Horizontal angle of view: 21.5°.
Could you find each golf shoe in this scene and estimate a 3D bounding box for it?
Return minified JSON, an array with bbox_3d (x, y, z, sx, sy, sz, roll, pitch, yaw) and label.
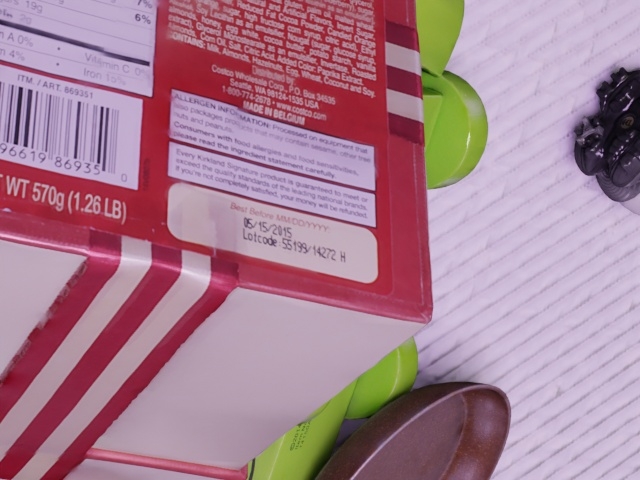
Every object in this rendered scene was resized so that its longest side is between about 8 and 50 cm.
[{"bbox_3d":[0.234,-0.096,0.979,0.198,0.077,0.094,-48,126,3],"label":"golf shoe"}]

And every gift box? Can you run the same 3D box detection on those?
[{"bbox_3d":[-0.120,-0.015,0.719,0.255,0.258,0.276,17,58,-21],"label":"gift box"}]

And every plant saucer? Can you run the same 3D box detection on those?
[{"bbox_3d":[0.039,0.141,0.940,0.168,0.029,0.168,-33,146,-26],"label":"plant saucer"}]

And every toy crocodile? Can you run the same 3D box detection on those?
[{"bbox_3d":[0.000,0.000,0.888,0.115,0.105,0.340,-6,116,-58],"label":"toy crocodile"}]
